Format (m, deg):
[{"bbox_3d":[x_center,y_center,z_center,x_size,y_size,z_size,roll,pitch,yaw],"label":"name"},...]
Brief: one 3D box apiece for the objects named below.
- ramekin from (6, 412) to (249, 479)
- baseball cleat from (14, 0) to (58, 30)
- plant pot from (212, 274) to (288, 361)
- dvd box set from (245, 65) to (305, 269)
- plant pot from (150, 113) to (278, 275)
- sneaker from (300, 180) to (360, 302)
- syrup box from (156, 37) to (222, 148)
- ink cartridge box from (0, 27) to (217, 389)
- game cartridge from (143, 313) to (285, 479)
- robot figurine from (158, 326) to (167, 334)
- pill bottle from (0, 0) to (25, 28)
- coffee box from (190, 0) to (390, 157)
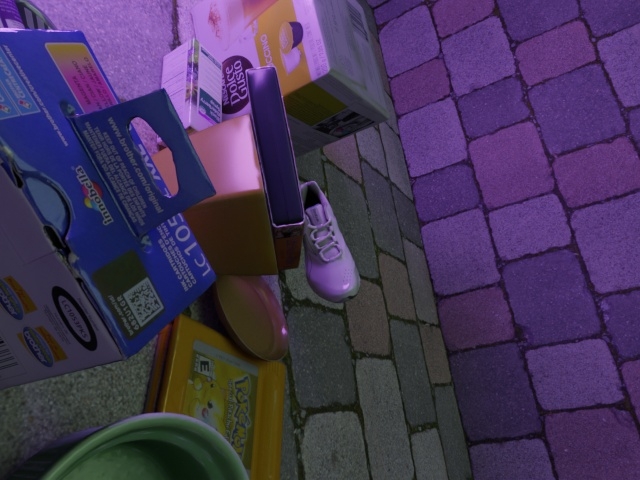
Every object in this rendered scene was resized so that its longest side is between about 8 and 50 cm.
[{"bbox_3d":[-0.234,0.357,0.545,0.304,0.148,0.303,20,62,-44],"label":"ramekin"},{"bbox_3d":[-0.428,-0.287,0.723,0.206,0.072,0.109,38,48,-43],"label":"baseball cleat"},{"bbox_3d":[-0.147,0.144,0.981,0.236,0.032,0.236,52,18,-25],"label":"plant pot"},{"bbox_3d":[-0.094,-0.119,1.024,0.420,0.062,0.307,108,-29,-77],"label":"dvd box set"},{"bbox_3d":[-0.190,-0.064,0.834,0.212,0.187,0.212,87,-9,-50],"label":"plant pot"},{"bbox_3d":[0.000,0.000,1.018,0.129,0.111,0.297,78,-9,-54],"label":"sneaker"},{"bbox_3d":[-0.270,-0.292,1.001,0.093,0.096,0.236,33,45,-52],"label":"syrup box"},{"bbox_3d":[-0.290,-0.010,0.446,0.269,0.396,0.151,65,27,-14],"label":"ink cartridge box"},{"bbox_3d":[-0.173,0.315,0.856,0.324,0.053,0.285,40,41,-45],"label":"game cartridge"},{"bbox_3d":[-0.298,0.046,0.699,0.219,0.158,0.128,52,10,-34],"label":"robot figurine"},{"bbox_3d":[-0.460,-0.322,0.613,0.108,0.108,0.193,-40,118,-62],"label":"pill bottle"},{"bbox_3d":[-0.071,-0.444,1.209,0.338,0.335,0.337,5,70,-60],"label":"coffee box"}]
